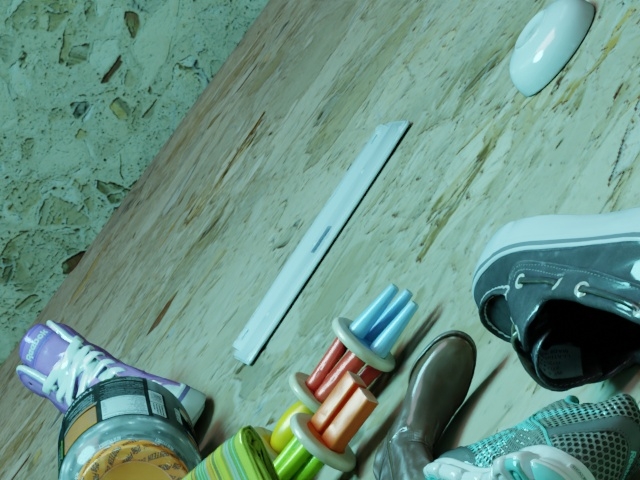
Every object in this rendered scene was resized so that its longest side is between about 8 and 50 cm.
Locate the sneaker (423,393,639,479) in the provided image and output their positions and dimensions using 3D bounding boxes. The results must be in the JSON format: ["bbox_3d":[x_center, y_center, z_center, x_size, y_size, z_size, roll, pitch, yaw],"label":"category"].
[{"bbox_3d":[0.106,0.108,0.912,0.076,0.065,0.166,-37,5,-19],"label":"sneaker"}]

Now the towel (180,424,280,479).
[{"bbox_3d":[-0.083,0.213,1.287,0.021,0.102,0.237,-9,-23,-38],"label":"towel"}]

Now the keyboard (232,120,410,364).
[{"bbox_3d":[0.000,0.000,1.728,0.256,0.014,0.072,-57,17,-5],"label":"keyboard"}]

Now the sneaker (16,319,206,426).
[{"bbox_3d":[-0.207,0.143,1.795,0.102,0.161,0.282,-56,13,-12],"label":"sneaker"}]

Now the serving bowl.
[{"bbox_3d":[0.164,-0.146,1.427,0.083,0.027,0.083,-52,13,17],"label":"serving bowl"}]

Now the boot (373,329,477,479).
[{"bbox_3d":[0.061,0.114,1.092,0.114,0.037,0.106,-85,18,-74],"label":"boot"}]

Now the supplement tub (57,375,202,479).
[{"bbox_3d":[-0.152,0.183,1.562,0.117,0.117,0.190,-55,12,4],"label":"supplement tub"}]

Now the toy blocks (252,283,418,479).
[{"bbox_3d":[0.013,0.102,1.278,0.148,0.054,0.123,-52,11,13],"label":"toy blocks"}]

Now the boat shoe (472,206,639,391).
[{"bbox_3d":[0.130,0.038,0.951,0.076,0.080,0.228,-58,19,-18],"label":"boat shoe"}]
